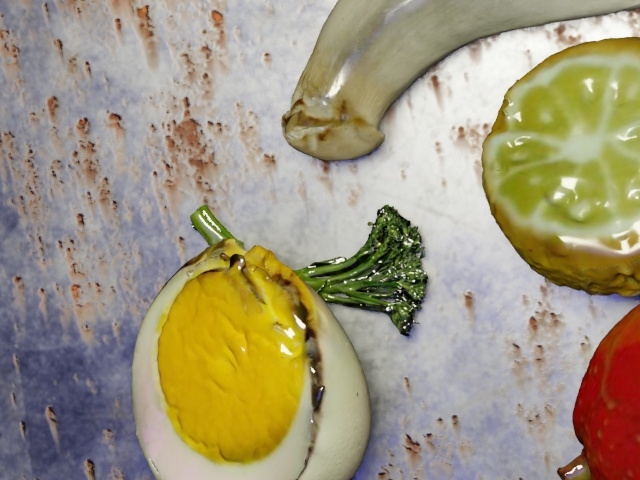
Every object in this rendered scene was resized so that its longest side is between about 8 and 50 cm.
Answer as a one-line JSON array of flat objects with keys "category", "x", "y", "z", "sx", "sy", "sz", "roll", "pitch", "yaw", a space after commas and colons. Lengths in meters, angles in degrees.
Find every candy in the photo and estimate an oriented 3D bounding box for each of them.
[{"category": "candy", "x": 0.281, "y": -0.075, "z": 1.760, "sx": 0.260, "sy": 0.118, "sz": 0.259, "roll": -7, "pitch": 67, "yaw": 17}]

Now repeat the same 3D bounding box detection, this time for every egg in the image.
[{"category": "egg", "x": -0.056, "y": 0.149, "z": 1.875, "sx": 0.264, "sy": 0.174, "sz": 0.286, "roll": -38, "pitch": 67, "yaw": 32}]

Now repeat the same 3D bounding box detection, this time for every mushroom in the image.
[{"category": "mushroom", "x": 0.122, "y": -0.224, "z": 1.816, "sx": 0.397, "sy": 0.126, "sz": 0.177, "roll": -27, "pitch": 98, "yaw": 11}]

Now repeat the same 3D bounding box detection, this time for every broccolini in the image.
[{"category": "broccolini", "x": -0.008, "y": -0.002, "z": 1.907, "sx": 0.272, "sy": 0.062, "sz": 0.123, "roll": 20, "pitch": 90, "yaw": 13}]

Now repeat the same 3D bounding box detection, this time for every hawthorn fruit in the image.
[{"category": "hawthorn fruit", "x": 0.367, "y": 0.173, "z": 1.730, "sx": 0.307, "sy": 0.265, "sz": 0.265, "roll": -32, "pitch": 88, "yaw": 16}]
